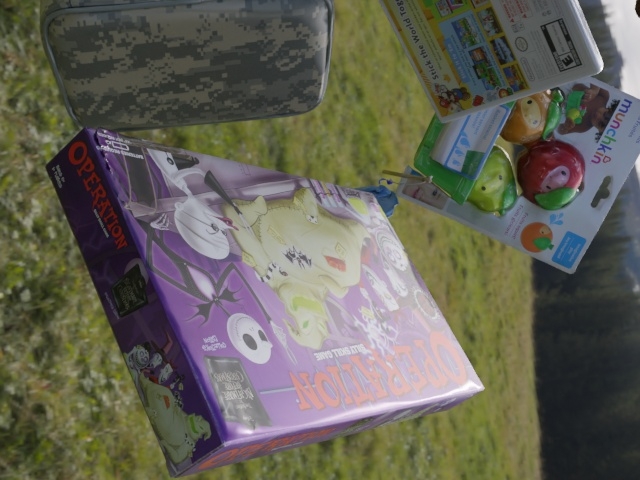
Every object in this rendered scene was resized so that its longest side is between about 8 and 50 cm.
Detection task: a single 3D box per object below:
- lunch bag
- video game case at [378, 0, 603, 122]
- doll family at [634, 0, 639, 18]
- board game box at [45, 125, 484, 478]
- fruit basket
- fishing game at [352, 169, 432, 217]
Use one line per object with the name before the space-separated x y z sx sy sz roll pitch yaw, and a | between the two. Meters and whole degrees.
lunch bag | -0.140 -0.277 0.915 0.212 0.305 0.256 95 -14 -62
video game case | 0.178 -0.259 0.950 0.227 0.206 0.026 59 41 -21
doll family | 0.509 -0.366 1.074 0.163 0.118 0.263 -50 168 -37
board game box | -0.014 0.039 0.605 0.347 0.056 0.208 6 55 -58
fruit basket | 0.353 -0.148 1.457 0.327 0.353 0.165 -65 174 16
fishing game | 0.039 -0.021 1.292 0.189 0.264 0.041 13 -41 59
